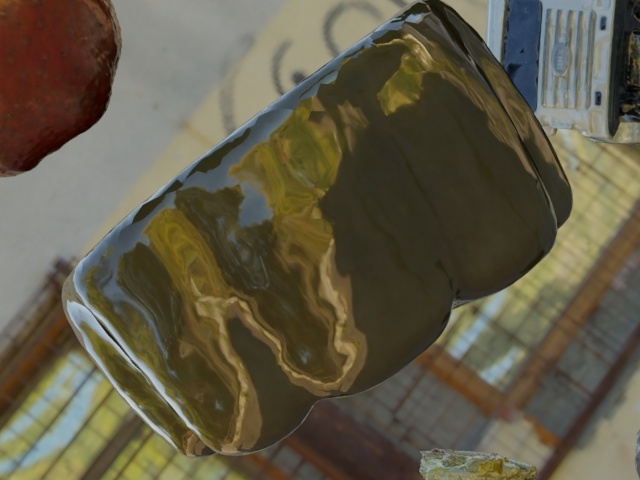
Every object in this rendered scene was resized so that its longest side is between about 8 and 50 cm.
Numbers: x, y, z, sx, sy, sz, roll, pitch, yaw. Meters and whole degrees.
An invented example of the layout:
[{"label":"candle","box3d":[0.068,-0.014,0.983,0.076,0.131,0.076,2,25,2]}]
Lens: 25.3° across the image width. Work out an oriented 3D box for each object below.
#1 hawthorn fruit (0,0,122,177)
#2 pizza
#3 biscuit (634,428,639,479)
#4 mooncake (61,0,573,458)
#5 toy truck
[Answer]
[{"label":"hawthorn fruit","box3d":[-0.208,-0.133,0.856,0.157,0.157,0.194,-51,-42,-23]},{"label":"pizza","box3d":[0.187,0.284,1.791,0.099,0.160,0.036,-8,-83,-59]},{"label":"biscuit","box3d":[0.417,0.274,1.558,0.047,0.320,0.183,-21,51,26]},{"label":"mooncake","box3d":[0.000,0.000,1.055,0.378,0.201,0.378,-38,3,2]},{"label":"toy truck","box3d":[0.306,-0.196,1.506,0.387,0.207,0.173,-11,-74,-57]}]
